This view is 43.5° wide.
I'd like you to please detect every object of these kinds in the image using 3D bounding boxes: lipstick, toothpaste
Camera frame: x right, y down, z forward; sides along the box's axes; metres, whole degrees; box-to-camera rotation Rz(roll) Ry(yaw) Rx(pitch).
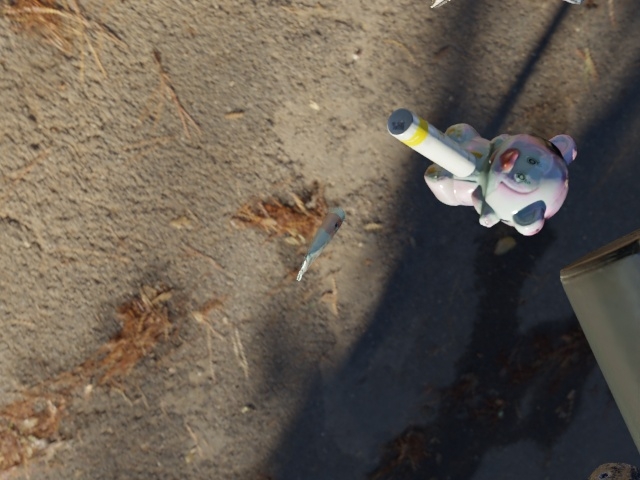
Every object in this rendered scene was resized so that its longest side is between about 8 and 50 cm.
[{"bbox_3d":[0.225,-0.189,1.583,0.264,0.059,0.059,22,103,-50],"label":"lipstick"},{"bbox_3d":[0.000,0.000,1.537,0.205,0.036,0.056,-56,166,-52],"label":"toothpaste"}]

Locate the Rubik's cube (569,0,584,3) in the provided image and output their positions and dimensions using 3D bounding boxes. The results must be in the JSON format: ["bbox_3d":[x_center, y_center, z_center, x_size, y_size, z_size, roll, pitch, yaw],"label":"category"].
[{"bbox_3d":[0.424,-0.691,1.561,0.344,0.344,0.337,25,110,-2],"label":"Rubik's cube"}]

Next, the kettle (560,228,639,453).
[{"bbox_3d":[0.338,0.130,0.674,0.203,0.308,0.262,-32,171,40],"label":"kettle"}]

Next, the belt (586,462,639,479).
[{"bbox_3d":[0.504,0.485,1.412,0.128,0.122,0.218,-35,147,-52],"label":"belt"}]

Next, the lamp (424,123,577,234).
[{"bbox_3d":[0.415,-0.129,1.811,0.247,0.301,0.247,-60,137,-18],"label":"lamp"}]

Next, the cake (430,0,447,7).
[{"bbox_3d":[0.220,-0.435,1.309,0.121,0.052,0.065,-35,113,21],"label":"cake"}]
